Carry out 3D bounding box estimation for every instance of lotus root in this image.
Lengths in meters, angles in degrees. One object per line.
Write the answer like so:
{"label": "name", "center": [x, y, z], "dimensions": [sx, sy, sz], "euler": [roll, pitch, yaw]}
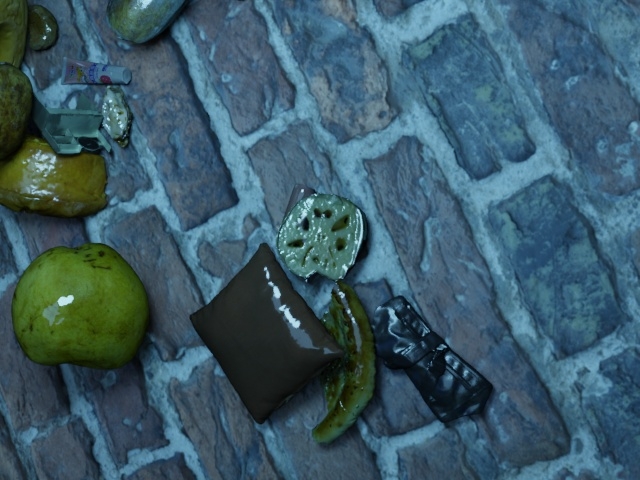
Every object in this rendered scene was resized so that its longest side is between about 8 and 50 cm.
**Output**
{"label": "lotus root", "center": [-0.723, -0.270, 1.704], "dimensions": [0.128, 0.145, 0.260], "euler": [5, 74, 13]}
{"label": "lotus root", "center": [0.002, -0.004, 1.680], "dimensions": [0.183, 0.078, 0.204], "euler": [36, 83, -1]}
{"label": "lotus root", "center": [-0.365, -0.595, 1.772], "dimensions": [0.140, 0.158, 0.322], "euler": [42, 95, -13]}

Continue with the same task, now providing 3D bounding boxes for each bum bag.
{"label": "bum bag", "center": [0.224, 0.260, 1.631], "dimensions": [0.310, 0.074, 0.137], "euler": [45, 99, 10]}

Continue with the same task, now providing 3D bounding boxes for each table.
{"label": "table", "center": [-0.592, -0.281, 1.811], "dimensions": [0.175, 0.146, 0.062], "euler": [47, 122, 24]}

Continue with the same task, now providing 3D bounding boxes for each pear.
{"label": "pear", "center": [-0.545, 0.148, 1.745], "dimensions": [0.304, 0.304, 0.304], "euler": [0, 89, 16]}

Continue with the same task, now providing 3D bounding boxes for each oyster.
{"label": "oyster", "center": [-0.486, -0.299, 1.851], "dimensions": [0.103, 0.051, 0.148], "euler": [9, 98, 42]}

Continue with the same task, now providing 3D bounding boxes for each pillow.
{"label": "pillow", "center": [-0.130, 0.208, 1.683], "dimensions": [0.308, 0.108, 0.305], "euler": [-44, 75, 30]}

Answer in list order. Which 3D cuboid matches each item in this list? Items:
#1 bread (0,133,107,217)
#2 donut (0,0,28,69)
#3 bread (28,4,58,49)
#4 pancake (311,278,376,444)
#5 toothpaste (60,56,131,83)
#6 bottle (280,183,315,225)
{"label": "bread", "center": [-0.693, -0.161, 1.841], "dimensions": [0.340, 0.179, 0.194], "euler": [16, 92, 15]}
{"label": "donut", "center": [-0.825, -0.455, 1.752], "dimensions": [0.198, 0.449, 0.449], "euler": [26, 96, -1]}
{"label": "bread", "center": [-0.694, -0.533, 1.912], "dimensions": [0.082, 0.060, 0.113], "euler": [-14, 87, 15]}
{"label": "pancake", "center": [0.027, 0.269, 1.670], "dimensions": [0.197, 0.054, 0.377], "euler": [6, 95, 37]}
{"label": "toothpaste", "center": [-0.558, -0.413, 1.883], "dimensions": [0.194, 0.043, 0.067], "euler": [8, 94, 21]}
{"label": "bottle", "center": [-0.054, -0.056, 1.724], "dimensions": [0.053, 0.053, 0.140], "euler": [20, 93, 15]}
